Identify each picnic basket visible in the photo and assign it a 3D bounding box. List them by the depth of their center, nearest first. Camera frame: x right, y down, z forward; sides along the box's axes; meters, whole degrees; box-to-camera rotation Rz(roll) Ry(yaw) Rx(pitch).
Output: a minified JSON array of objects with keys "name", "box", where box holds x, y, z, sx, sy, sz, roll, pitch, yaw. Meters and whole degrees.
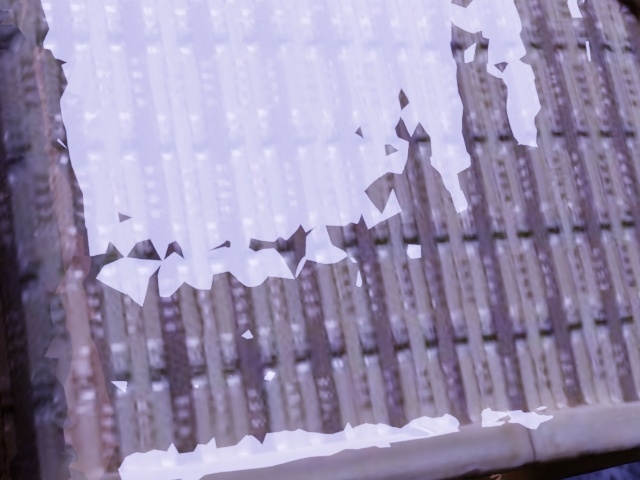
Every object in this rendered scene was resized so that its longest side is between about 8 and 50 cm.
[{"name":"picnic basket","box":[0.000,0.000,0.489,0.312,0.228,0.175,-4,76,-33]}]
